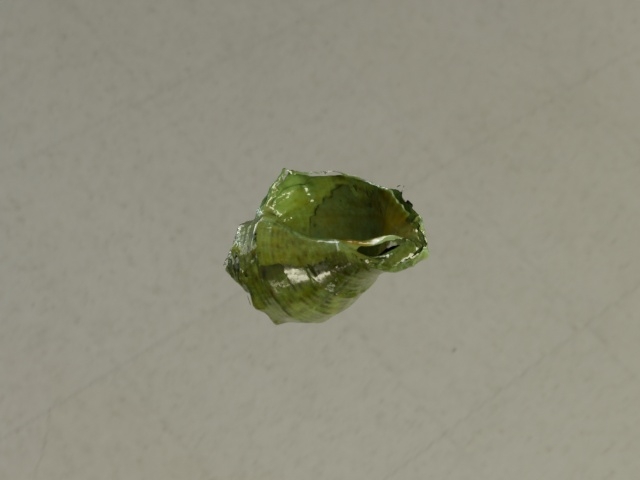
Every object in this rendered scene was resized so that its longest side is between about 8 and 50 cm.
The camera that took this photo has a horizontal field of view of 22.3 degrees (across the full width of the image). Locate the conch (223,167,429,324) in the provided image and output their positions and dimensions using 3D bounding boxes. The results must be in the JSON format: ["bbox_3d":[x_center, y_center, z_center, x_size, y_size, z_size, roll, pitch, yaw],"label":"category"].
[{"bbox_3d":[0.000,0.000,0.895,0.074,0.121,0.089,17,63,-66],"label":"conch"}]
